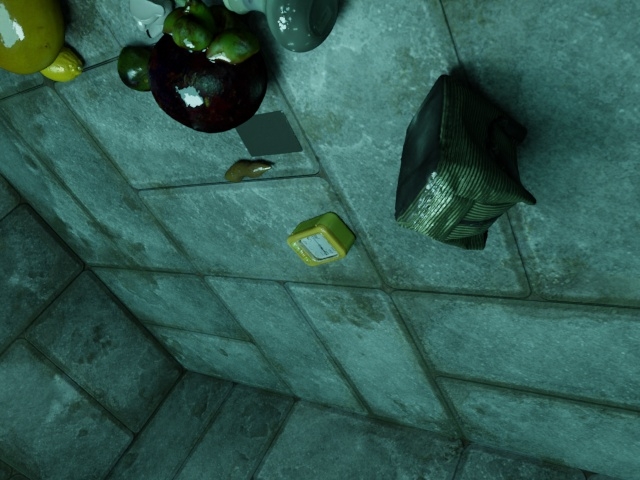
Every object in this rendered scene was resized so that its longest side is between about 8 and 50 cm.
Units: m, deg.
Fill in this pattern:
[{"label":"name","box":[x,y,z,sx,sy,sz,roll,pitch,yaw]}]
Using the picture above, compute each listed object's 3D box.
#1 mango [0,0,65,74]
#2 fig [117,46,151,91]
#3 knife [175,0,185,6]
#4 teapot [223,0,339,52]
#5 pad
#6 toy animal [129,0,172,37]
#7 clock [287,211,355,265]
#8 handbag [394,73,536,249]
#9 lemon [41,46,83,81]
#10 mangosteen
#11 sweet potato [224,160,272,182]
[{"label":"mango","box":[-0.878,-0.692,1.512,0.300,0.232,0.445,20,130,20]},{"label":"fig","box":[-0.534,-0.512,1.586,0.123,0.123,0.156,100,148,-53]},{"label":"knife","box":[-0.373,-0.627,1.371,0.293,0.019,0.043,37,148,-3]},{"label":"teapot","box":[-0.090,-0.517,1.161,0.251,0.183,0.183,30,148,28]},{"label":"pad","box":[-0.161,-0.311,1.600,0.212,0.003,0.143,2,135,38]},{"label":"toy animal","box":[-0.439,-0.588,1.402,0.131,0.181,0.127,32,105,-3]},{"label":"clock","box":[0.000,0.000,1.772,0.202,0.096,0.143,-20,117,49]},{"label":"handbag","box":[0.301,-0.154,1.156,0.240,0.340,0.247,19,142,-11]},{"label":"lemon","box":[-0.836,-0.567,1.738,0.155,0.114,0.114,17,144,4]},{"label":"mangosteen","box":[-0.274,-0.411,1.320,0.311,0.311,0.311,22,144,17]},{"label":"sweet potato","box":[-0.237,-0.225,1.725,0.218,0.051,0.065,-7,125,42]}]
